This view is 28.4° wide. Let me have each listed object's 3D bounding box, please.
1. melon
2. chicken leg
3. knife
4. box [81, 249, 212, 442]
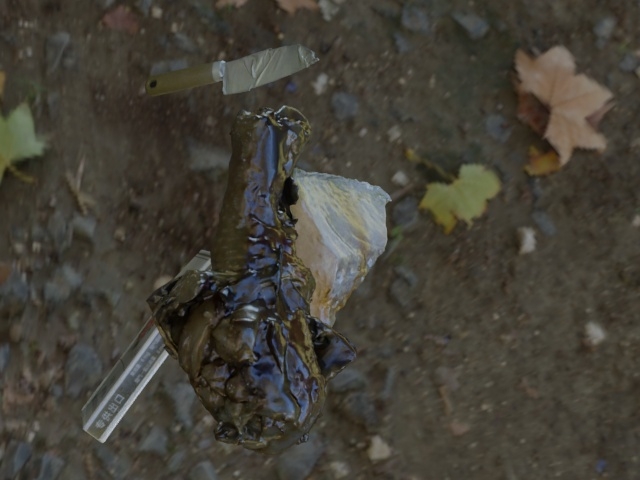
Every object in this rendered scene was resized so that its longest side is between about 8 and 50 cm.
[{"bbox_3d":[-0.004,-0.004,1.038,0.093,0.139,0.202,18,51,34],"label":"melon"},{"bbox_3d":[-0.041,0.024,0.731,0.125,0.080,0.196,-19,98,-46],"label":"chicken leg"},{"bbox_3d":[-0.107,-0.193,1.488,0.017,0.298,0.047,17,73,-46],"label":"knife"},{"bbox_3d":[-0.157,0.095,1.189,0.029,0.109,0.198,37,84,-10],"label":"box"}]
